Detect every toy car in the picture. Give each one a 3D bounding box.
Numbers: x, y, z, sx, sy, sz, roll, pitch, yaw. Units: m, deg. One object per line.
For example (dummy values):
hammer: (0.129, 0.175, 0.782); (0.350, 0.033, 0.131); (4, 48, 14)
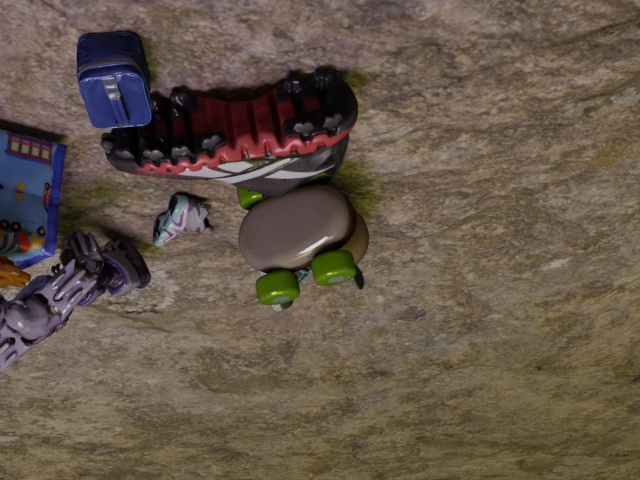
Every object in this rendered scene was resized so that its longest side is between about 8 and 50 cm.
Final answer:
toy car: (0.000, 0.000, 1.224); (0.149, 0.155, 0.188); (-20, 160, 22)

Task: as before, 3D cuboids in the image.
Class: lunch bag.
lunch bag: (-0.207, -0.154, 0.977); (0.067, 0.065, 0.098); (-6, 150, -2)
lunch bag: (-0.452, -0.028, 1.114); (0.221, 0.138, 0.293); (13, 157, -31)

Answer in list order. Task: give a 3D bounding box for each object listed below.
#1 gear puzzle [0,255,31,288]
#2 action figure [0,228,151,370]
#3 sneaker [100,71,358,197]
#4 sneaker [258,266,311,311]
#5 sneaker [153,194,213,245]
gear puzzle: (-0.456, 0.021, 1.016); (0.339, 0.044, 0.175); (0, 162, 22)
action figure: (-0.312, 0.060, 1.161); (0.185, 0.099, 0.285); (-30, -177, 13)
sneaker: (-0.094, -0.099, 1.063); (0.276, 0.097, 0.135); (-8, 148, -1)
sneaker: (-0.044, 0.048, 1.371); (0.076, 0.065, 0.166); (-12, 152, 1)
sneaker: (-0.171, -0.018, 1.247); (0.069, 0.038, 0.098); (11, 146, -28)
